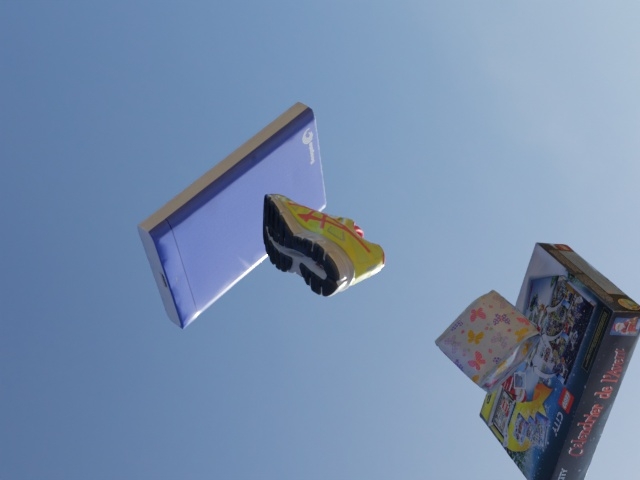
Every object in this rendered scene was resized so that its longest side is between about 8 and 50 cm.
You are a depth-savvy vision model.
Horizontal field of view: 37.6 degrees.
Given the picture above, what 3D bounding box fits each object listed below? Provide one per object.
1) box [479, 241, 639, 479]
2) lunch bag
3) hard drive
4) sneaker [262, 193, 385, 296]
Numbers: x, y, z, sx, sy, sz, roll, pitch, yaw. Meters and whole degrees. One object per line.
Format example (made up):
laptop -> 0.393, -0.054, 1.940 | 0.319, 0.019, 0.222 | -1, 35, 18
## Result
box -> 0.255, 0.140, 1.019 | 0.044, 0.233, 0.159 | 4, -156, -21
lunch bag -> 0.170, 0.100, 0.937 | 0.071, 0.083, 0.053 | 43, -177, 32
hard drive -> -0.119, -0.037, 1.399 | 0.040, 0.210, 0.319 | 31, -122, 30
sneaker -> 0.000, 0.000, 1.107 | 0.094, 0.081, 0.208 | -14, -147, -27
